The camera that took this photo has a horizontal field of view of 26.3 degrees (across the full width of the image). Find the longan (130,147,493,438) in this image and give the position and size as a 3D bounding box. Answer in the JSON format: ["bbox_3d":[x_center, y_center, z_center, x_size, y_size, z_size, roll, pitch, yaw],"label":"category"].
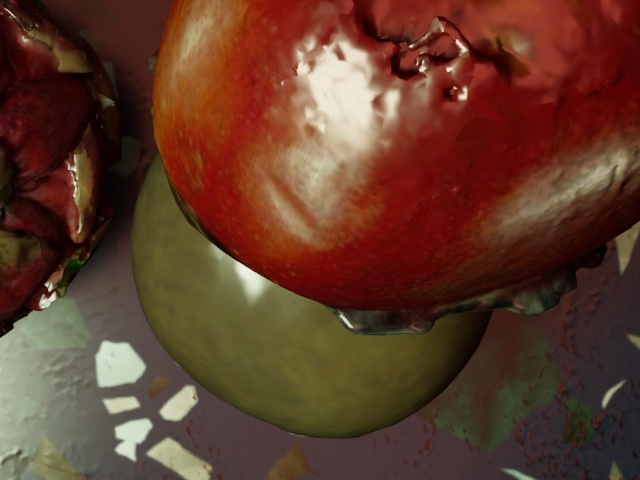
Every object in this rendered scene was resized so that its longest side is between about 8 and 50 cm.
[{"bbox_3d":[0.000,-0.001,1.047,0.297,0.297,0.297,0,93,-2],"label":"longan"}]

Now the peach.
[{"bbox_3d":[0.084,-0.141,0.842,0.416,0.353,0.339,-44,67,17],"label":"peach"}]

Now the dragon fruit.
[{"bbox_3d":[-0.303,-0.066,1.022,0.329,0.329,0.329,0,93,-2],"label":"dragon fruit"}]
